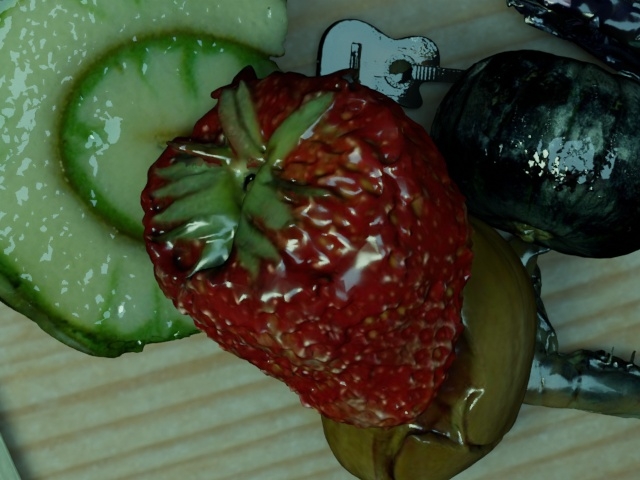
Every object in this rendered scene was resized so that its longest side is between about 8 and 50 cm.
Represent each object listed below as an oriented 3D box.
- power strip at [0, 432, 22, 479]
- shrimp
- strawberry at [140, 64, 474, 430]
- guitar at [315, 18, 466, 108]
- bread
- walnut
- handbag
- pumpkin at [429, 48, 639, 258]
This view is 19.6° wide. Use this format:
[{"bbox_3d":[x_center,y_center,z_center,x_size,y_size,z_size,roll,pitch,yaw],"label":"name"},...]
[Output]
[{"bbox_3d":[-0.354,0.143,1.657,0.098,0.058,0.338,-27,101,-29],"label":"power strip"},{"bbox_3d":[0.277,0.073,1.771,0.262,0.051,0.198,13,93,-7],"label":"shrimp"},{"bbox_3d":[-0.002,0.004,1.505,0.261,0.261,0.257,-54,134,-1],"label":"strawberry"},{"bbox_3d":[0.110,-0.156,1.732,0.233,0.025,0.088,4,95,-11],"label":"guitar"},{"bbox_3d":[-0.164,-0.097,1.622,0.366,0.129,0.382,32,87,-23],"label":"bread"},{"bbox_3d":[0.094,0.108,1.671,0.203,0.203,0.298,3,119,-10],"label":"walnut"},{"bbox_3d":[0.303,-0.233,1.712,0.260,0.113,0.162,26,85,-9],"label":"handbag"},{"bbox_3d":[0.210,-0.075,1.655,0.233,0.233,0.163,17,84,-11],"label":"pumpkin"}]
